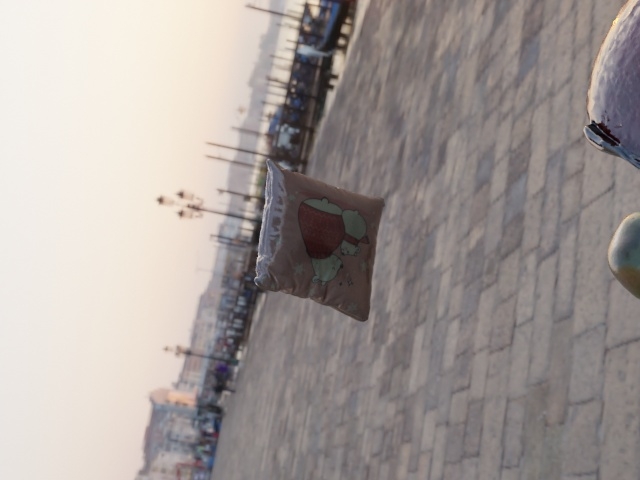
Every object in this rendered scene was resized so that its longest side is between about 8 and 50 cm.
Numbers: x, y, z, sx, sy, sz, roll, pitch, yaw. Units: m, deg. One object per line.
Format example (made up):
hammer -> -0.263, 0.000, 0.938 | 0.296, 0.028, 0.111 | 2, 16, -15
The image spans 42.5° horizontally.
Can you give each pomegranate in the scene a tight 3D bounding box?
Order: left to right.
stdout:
pomegranate -> 0.625, 0.017, 1.498 | 0.224, 0.181, 0.182 | 68, -149, -73

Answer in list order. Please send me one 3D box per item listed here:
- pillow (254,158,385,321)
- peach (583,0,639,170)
pillow -> 0.000, 0.000, 1.341 | 0.084, 0.236, 0.223 | -20, 55, 54
peach -> 0.508, -0.176, 0.925 | 0.416, 0.339, 0.353 | -22, 78, 43
